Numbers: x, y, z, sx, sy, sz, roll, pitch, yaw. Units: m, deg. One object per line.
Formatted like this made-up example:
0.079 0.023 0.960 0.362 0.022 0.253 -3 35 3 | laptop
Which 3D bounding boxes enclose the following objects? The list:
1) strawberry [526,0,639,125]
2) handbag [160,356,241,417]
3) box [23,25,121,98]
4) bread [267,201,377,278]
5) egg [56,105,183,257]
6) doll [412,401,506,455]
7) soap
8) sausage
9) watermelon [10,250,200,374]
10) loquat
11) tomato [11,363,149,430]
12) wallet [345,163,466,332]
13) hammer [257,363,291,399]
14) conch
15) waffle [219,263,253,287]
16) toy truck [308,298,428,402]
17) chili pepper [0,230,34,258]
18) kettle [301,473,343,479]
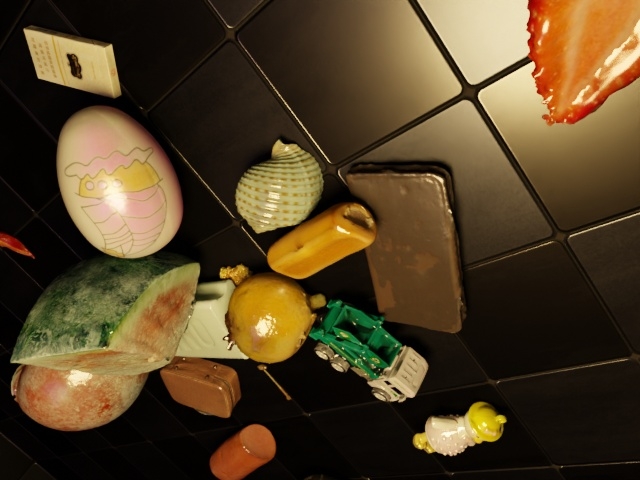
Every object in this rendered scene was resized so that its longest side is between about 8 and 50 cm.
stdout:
0.298 -0.237 0.563 0.174 0.098 0.228 -6 136 12 | strawberry
-0.298 0.366 1.376 0.193 0.072 0.151 10 130 19 | handbag
-0.421 -0.303 0.930 0.166 0.024 0.090 17 132 15 | box
0.000 0.000 0.893 0.092 0.074 0.239 24 152 -24 | bread
-0.342 -0.095 0.941 0.196 0.196 0.271 15 135 16 | egg
0.275 0.371 1.072 0.129 0.081 0.207 31 135 -25 | doll
-0.271 0.174 1.183 0.265 0.088 0.160 -6 123 35 | soap
-0.220 0.584 1.486 0.113 0.114 0.259 38 132 -5 | sausage
-0.365 0.155 1.028 0.228 0.387 0.258 2 115 13 | watermelon
-0.087 0.143 1.037 0.204 0.149 0.172 -15 99 -1 | loquat
-0.549 0.279 1.272 0.282 0.317 0.316 32 137 -25 | tomato
0.144 0.019 0.881 0.165 0.042 0.310 3 126 28 | wallet
-0.106 0.334 1.290 0.029 0.014 0.123 -12 122 44 | hammer
-0.068 -0.072 0.885 0.135 0.102 0.153 22 134 -10 | conch
-0.168 0.077 1.111 0.085 0.016 0.078 4 127 28 | waffle
0.095 0.199 0.989 0.216 0.110 0.116 41 152 -11 | toy truck
-0.784 -0.001 1.365 0.178 0.027 0.045 25 138 8 | chili pepper
0.047 0.728 1.419 0.290 0.207 0.268 37 162 4 | kettle
